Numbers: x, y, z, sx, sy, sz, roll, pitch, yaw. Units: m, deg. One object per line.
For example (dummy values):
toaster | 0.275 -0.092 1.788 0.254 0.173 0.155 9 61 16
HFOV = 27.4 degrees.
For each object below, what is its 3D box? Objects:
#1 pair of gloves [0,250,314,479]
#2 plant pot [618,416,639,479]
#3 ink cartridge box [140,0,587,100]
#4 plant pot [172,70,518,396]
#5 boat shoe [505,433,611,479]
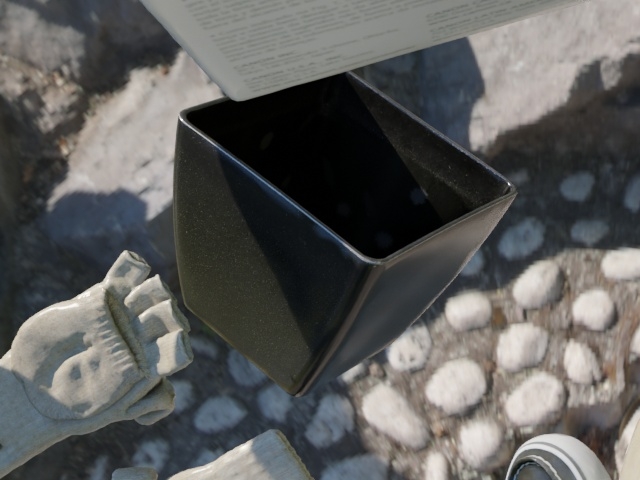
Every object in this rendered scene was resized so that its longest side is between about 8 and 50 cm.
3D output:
pair of gloves | -0.132 0.151 0.933 0.204 0.042 0.240 -40 90 19
plant pot | 0.260 0.113 0.412 0.333 0.305 0.334 1 85 -14
ink cartridge box | 0.060 -0.176 0.475 0.308 0.385 0.091 -14 78 7
plant pot | 0.000 0.000 0.977 0.187 0.167 0.188 38 38 23
boat shoe | 0.072 0.135 0.423 0.049 0.040 0.142 -4 85 46
